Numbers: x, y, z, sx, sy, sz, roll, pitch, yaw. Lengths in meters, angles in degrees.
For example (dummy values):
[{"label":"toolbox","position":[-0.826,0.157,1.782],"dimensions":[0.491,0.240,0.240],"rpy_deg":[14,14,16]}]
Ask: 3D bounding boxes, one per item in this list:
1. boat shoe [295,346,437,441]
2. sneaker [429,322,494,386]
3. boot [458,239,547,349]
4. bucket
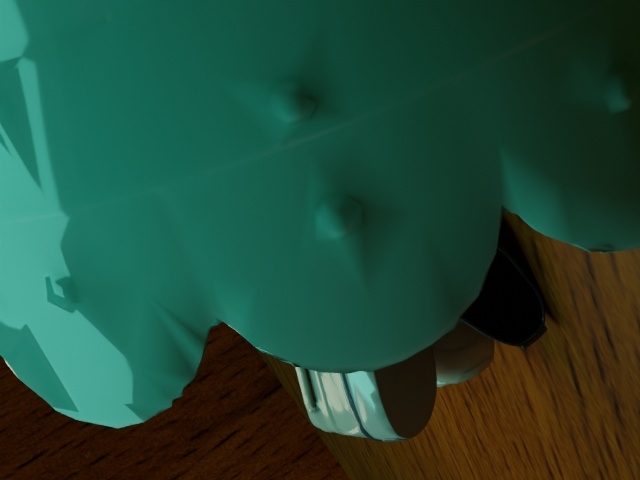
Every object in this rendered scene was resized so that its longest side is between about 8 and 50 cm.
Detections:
[{"label":"boat shoe","position":[0.000,0.000,1.107],"dimensions":[0.088,0.096,0.267],"rpy_deg":[-5,111,35]},{"label":"sneaker","position":[0.034,-0.002,1.182],"dimensions":[0.235,0.090,0.095],"rpy_deg":[49,153,25]},{"label":"boot","position":[0.058,-0.023,1.002],"dimensions":[0.106,0.082,0.219],"rpy_deg":[32,166,48]},{"label":"bucket","position":[-0.017,-0.109,0.416],"dimensions":[0.183,0.281,0.281],"rpy_deg":[67,169,-22]}]
